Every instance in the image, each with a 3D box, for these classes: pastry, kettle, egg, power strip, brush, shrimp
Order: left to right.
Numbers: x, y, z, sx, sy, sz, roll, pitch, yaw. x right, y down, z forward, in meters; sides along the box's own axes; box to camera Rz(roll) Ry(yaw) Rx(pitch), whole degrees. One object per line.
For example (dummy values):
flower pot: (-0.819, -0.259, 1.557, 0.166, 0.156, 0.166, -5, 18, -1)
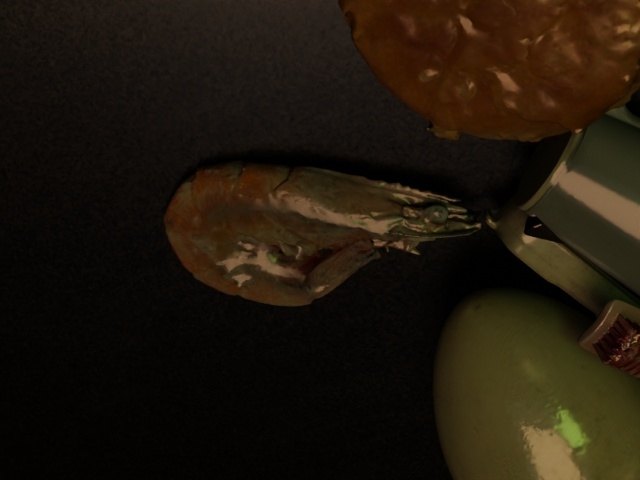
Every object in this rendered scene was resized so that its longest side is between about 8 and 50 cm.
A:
shrimp: (0.000, 0.000, 1.466, 0.316, 0.062, 0.164, 2, 127, 8)
pastry: (0.167, -0.234, 1.221, 0.284, 0.184, 0.316, 37, 128, -5)
egg: (0.221, 0.175, 1.467, 0.218, 0.218, 0.295, -24, 110, 18)
power strip: (0.278, 0.044, 1.462, 0.286, 0.080, 0.048, 35, 113, -15)
kettle: (0.323, -0.048, 1.369, 0.243, 0.160, 0.211, 30, 101, -8)
brush: (0.377, 0.135, 1.432, 0.321, 0.050, 0.060, 23, 112, -35)
